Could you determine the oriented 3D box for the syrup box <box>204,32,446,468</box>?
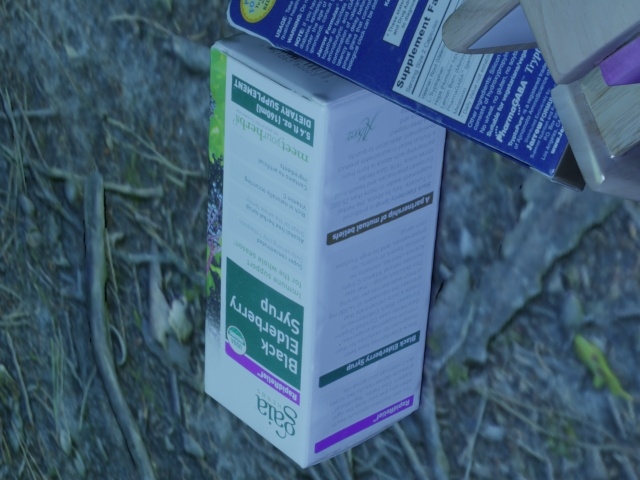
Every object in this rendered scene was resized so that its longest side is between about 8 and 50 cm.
[{"bbox_3d":[0.000,0.000,0.969,0.093,0.096,0.237,33,132,38],"label":"syrup box"}]

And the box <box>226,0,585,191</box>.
[{"bbox_3d":[0.060,-0.128,0.822,0.225,0.036,0.136,30,100,38],"label":"box"}]

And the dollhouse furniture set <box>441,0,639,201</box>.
[{"bbox_3d":[0.202,0.040,0.576,0.198,0.286,0.303,-39,66,53],"label":"dollhouse furniture set"}]
